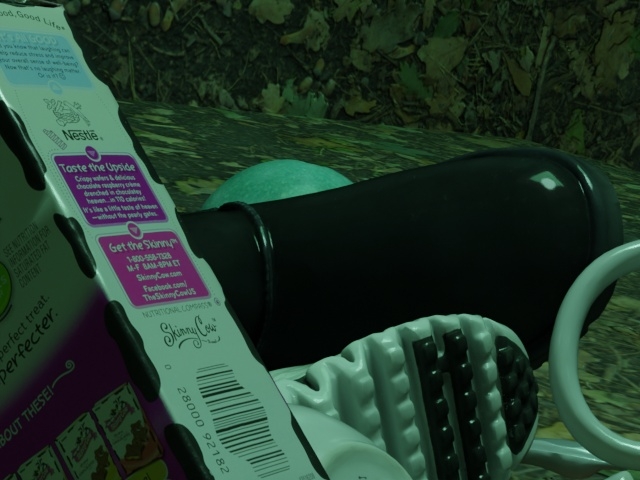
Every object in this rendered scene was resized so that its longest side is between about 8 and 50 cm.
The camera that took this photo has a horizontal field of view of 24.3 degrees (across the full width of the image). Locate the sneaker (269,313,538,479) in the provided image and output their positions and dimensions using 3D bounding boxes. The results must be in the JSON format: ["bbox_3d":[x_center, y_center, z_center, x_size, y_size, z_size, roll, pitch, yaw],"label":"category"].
[{"bbox_3d":[-0.006,0.102,0.784,0.292,0.110,0.118,-11,7,-36],"label":"sneaker"}]

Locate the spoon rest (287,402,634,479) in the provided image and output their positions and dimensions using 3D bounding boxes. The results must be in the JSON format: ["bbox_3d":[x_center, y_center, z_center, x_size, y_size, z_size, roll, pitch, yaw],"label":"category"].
[{"bbox_3d":[0.043,0.144,0.689,0.276,0.137,0.084,10,-33,-42],"label":"spoon rest"}]

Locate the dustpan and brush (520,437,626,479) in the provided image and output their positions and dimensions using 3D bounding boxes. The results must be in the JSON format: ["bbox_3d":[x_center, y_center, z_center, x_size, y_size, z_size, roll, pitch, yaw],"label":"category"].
[{"bbox_3d":[0.076,0.129,0.894,0.211,0.060,0.147,14,11,18],"label":"dustpan and brush"}]

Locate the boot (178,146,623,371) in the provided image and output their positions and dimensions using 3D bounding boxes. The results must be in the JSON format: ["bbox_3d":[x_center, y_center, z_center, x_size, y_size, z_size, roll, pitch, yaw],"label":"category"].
[{"bbox_3d":[-0.098,0.024,0.853,0.445,0.146,0.367,4,-15,-43],"label":"boot"}]

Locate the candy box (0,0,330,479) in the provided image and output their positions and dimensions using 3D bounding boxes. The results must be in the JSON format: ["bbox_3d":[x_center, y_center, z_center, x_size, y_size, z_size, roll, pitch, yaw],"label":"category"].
[{"bbox_3d":[-0.119,0.043,0.586,0.071,0.159,0.233,-7,62,-57],"label":"candy box"}]

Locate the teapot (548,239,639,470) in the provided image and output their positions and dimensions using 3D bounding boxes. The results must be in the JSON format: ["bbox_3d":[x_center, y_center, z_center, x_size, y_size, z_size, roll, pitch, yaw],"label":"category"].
[{"bbox_3d":[0.260,0.111,0.650,0.252,0.187,0.256,52,-16,-28],"label":"teapot"}]

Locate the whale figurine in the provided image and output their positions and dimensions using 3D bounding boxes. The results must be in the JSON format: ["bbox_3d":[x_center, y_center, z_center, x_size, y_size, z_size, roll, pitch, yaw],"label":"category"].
[{"bbox_3d":[0.000,0.000,1.286,0.216,0.141,0.272,15,11,24],"label":"whale figurine"}]
